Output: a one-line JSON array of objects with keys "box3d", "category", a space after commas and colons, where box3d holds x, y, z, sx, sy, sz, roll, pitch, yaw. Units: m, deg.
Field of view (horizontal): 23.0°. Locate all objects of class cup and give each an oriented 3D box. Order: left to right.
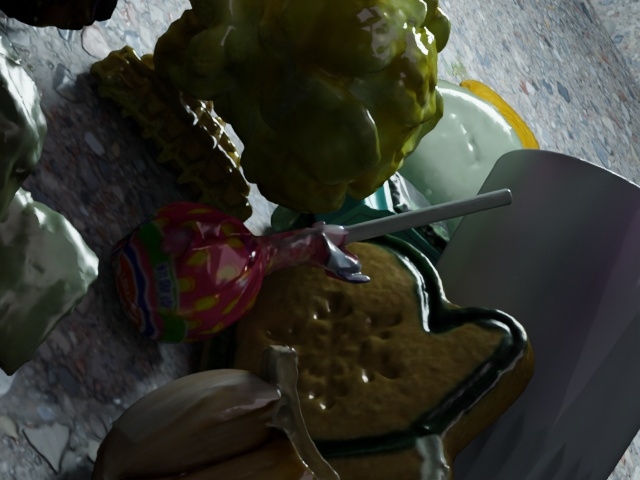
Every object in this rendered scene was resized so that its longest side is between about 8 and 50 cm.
[{"box3d": [0.200, 0.116, 1.499, 0.253, 0.253, 0.371, 44, 70, -33], "category": "cup"}]

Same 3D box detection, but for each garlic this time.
[{"box3d": [-0.069, 0.201, 1.166, 0.214, 0.191, 0.160, 61, -13, -2], "category": "garlic"}]

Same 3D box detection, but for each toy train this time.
[{"box3d": [0.046, 0.005, 1.611, 0.198, 0.154, 0.107, 40, 29, -37], "category": "toy train"}]

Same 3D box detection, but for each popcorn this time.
[{"box3d": [-0.012, -0.161, 1.446, 0.276, 0.276, 0.225, 61, 24, 0], "category": "popcorn"}]

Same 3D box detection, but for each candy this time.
[{"box3d": [0.000, 0.000, 1.363, 0.365, 0.124, 0.124, -13, 70, -19], "category": "candy"}]

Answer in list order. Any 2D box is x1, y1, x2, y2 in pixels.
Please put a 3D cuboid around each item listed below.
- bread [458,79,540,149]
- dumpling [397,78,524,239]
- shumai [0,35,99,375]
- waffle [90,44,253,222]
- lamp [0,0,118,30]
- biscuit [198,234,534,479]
[{"box3d": [0.217, -0.102, 2.094, 0.174, 0.121, 0.245, 52, 28, -22], "category": "bread"}, {"box3d": [0.142, -0.067, 1.809, 0.320, 0.212, 0.270, 70, 21, -7], "category": "dumpling"}, {"box3d": [-0.288, -0.062, 0.951, 0.330, 0.292, 0.288, 43, 14, 13], "category": "shumai"}, {"box3d": [-0.140, -0.103, 1.496, 0.192, 0.046, 0.160, 26, 41, -50], "category": "waffle"}, {"box3d": [-0.214, -0.305, 1.340, 0.305, 0.239, 0.305, 8, 31, -5], "category": "lamp"}, {"box3d": [0.037, 0.114, 1.340, 0.343, 0.287, 0.057, -86, 168, -45], "category": "biscuit"}]
